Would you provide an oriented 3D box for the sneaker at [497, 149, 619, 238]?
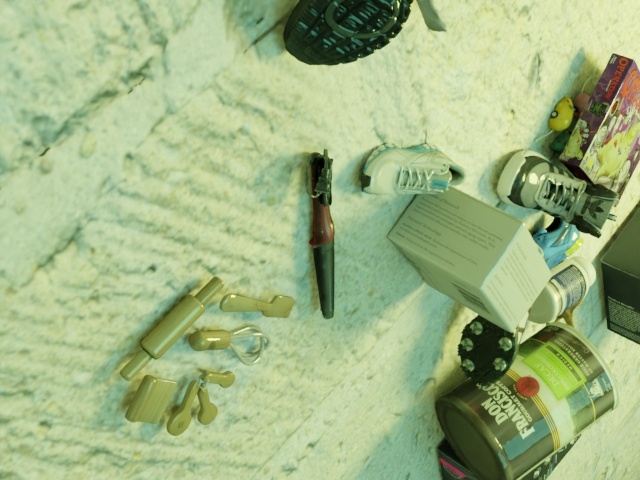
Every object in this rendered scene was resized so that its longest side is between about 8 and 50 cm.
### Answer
[{"bbox_3d":[0.421,-0.078,1.552,0.269,0.153,0.101,10,105,-52],"label":"sneaker"}]

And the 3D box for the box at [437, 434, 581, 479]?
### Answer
[{"bbox_3d":[0.386,0.406,1.817,0.270,0.165,0.143,-42,141,-24],"label":"box"}]

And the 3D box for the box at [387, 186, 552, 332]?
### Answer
[{"bbox_3d":[0.229,0.023,1.368,0.119,0.182,0.181,-53,143,-7],"label":"box"}]

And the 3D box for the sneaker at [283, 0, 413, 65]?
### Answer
[{"bbox_3d":[0.064,-0.317,1.012,0.286,0.130,0.109,-44,130,14],"label":"sneaker"}]

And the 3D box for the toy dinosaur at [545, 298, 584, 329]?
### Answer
[{"bbox_3d":[0.491,0.137,1.819,0.053,0.093,0.183,51,34,-20],"label":"toy dinosaur"}]

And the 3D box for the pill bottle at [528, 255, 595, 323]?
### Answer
[{"bbox_3d":[0.466,0.091,1.766,0.169,0.094,0.094,-25,130,-38],"label":"pill bottle"}]

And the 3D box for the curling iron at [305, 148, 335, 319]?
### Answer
[{"bbox_3d":[0.000,0.000,1.195,0.068,0.035,0.274,-78,169,-50],"label":"curling iron"}]

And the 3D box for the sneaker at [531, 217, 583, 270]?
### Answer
[{"bbox_3d":[0.397,0.029,1.683,0.209,0.069,0.082,-41,108,-12],"label":"sneaker"}]

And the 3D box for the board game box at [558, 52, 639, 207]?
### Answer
[{"bbox_3d":[0.551,-0.194,1.689,0.347,0.056,0.208,19,94,-60],"label":"board game box"}]

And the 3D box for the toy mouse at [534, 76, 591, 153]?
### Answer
[{"bbox_3d":[0.455,-0.207,1.611,0.161,0.031,0.143,-58,144,-5],"label":"toy mouse"}]

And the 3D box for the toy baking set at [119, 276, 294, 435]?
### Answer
[{"bbox_3d":[-0.142,0.136,1.132,0.256,0.030,0.196,-49,145,-15],"label":"toy baking set"}]

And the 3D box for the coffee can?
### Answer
[{"bbox_3d":[0.382,0.305,1.672,0.275,0.201,0.201,-31,135,-17],"label":"coffee can"}]

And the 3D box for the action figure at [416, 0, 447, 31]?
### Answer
[{"bbox_3d":[0.236,-0.452,1.079,0.330,0.179,0.341,-56,168,-16],"label":"action figure"}]

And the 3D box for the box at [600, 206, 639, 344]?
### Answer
[{"bbox_3d":[0.798,0.055,2.064,0.296,0.183,0.294,-48,143,-19],"label":"box"}]

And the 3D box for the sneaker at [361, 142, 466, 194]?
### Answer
[{"bbox_3d":[0.137,-0.094,1.265,0.191,0.083,0.071,-16,126,-43],"label":"sneaker"}]

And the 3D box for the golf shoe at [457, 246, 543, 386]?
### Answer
[{"bbox_3d":[0.326,0.133,1.566,0.120,0.105,0.272,-21,134,-48],"label":"golf shoe"}]
